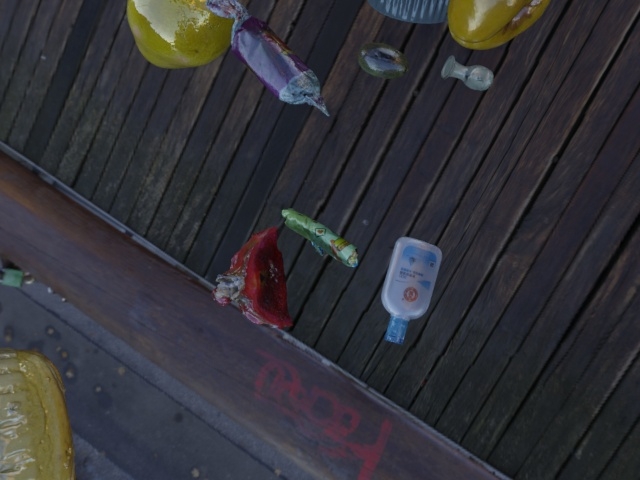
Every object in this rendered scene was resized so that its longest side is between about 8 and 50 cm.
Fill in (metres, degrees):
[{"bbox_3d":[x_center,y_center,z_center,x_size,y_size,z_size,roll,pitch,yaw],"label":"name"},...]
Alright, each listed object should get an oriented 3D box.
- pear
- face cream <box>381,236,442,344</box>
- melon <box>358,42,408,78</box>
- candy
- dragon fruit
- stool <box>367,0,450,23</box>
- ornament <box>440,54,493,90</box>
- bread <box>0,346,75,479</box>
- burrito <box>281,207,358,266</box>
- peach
[{"bbox_3d":[-0.372,-0.590,1.344,0.337,0.285,0.284,-7,91,33],"label":"pear"},{"bbox_3d":[0.278,0.165,1.648,0.163,0.080,0.336,19,80,-7],"label":"face cream"},{"bbox_3d":[0.196,-0.558,1.594,0.162,0.099,0.099,20,98,5],"label":"melon"},{"bbox_3d":[-0.052,-0.186,0.525,0.175,0.045,0.043,48,128,11],"label":"candy"},{"bbox_3d":[-0.185,0.104,1.276,0.134,0.211,0.261,-7,90,27],"label":"dragon fruit"},{"bbox_3d":[0.255,-0.728,1.215,0.297,0.297,0.330,23,140,14],"label":"stool"},{"bbox_3d":[0.448,-0.497,1.541,0.156,0.081,0.074,13,113,-18],"label":"ornament"},{"bbox_3d":[-0.372,0.246,0.624,0.140,0.106,0.236,-11,84,32],"label":"bread"},{"bbox_3d":[0.000,0.000,1.398,0.288,0.104,0.054,34,63,30],"label":"burrito"},{"bbox_3d":[0.261,-0.355,0.743,0.179,0.179,0.103,-42,75,14],"label":"peach"}]
